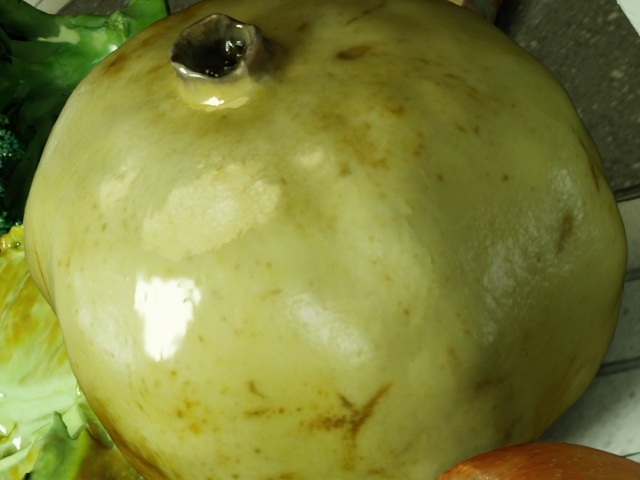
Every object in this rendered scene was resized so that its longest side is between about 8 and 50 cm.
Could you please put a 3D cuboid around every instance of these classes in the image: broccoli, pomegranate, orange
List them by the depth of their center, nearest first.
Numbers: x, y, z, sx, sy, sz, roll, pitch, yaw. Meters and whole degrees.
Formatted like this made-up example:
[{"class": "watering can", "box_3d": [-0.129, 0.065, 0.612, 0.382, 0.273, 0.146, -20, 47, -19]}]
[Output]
[{"class": "pomegranate", "box_3d": [0.000, 0.000, 1.093, 0.332, 0.332, 0.332, -29, 36, 24]}, {"class": "orange", "box_3d": [-0.193, 0.158, 1.263, 0.262, 0.196, 0.334, -36, 27, 42]}, {"class": "broccoli", "box_3d": [-0.257, -0.117, 1.611, 0.297, 0.297, 0.297, -15, 36, -2]}]

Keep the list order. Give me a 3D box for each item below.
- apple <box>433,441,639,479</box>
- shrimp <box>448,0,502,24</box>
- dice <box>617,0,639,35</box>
[{"class": "apple", "box_3d": [0.101, 0.195, 0.878, 0.210, 0.173, 0.235, -44, 13, 4]}, {"class": "shrimp", "box_3d": [0.082, -0.210, 1.471, 0.164, 0.062, 0.317, -16, 46, 43]}, {"class": "dice", "box_3d": [0.330, -0.188, 0.941, 0.304, 0.304, 0.277, -55, 33, -13]}]
